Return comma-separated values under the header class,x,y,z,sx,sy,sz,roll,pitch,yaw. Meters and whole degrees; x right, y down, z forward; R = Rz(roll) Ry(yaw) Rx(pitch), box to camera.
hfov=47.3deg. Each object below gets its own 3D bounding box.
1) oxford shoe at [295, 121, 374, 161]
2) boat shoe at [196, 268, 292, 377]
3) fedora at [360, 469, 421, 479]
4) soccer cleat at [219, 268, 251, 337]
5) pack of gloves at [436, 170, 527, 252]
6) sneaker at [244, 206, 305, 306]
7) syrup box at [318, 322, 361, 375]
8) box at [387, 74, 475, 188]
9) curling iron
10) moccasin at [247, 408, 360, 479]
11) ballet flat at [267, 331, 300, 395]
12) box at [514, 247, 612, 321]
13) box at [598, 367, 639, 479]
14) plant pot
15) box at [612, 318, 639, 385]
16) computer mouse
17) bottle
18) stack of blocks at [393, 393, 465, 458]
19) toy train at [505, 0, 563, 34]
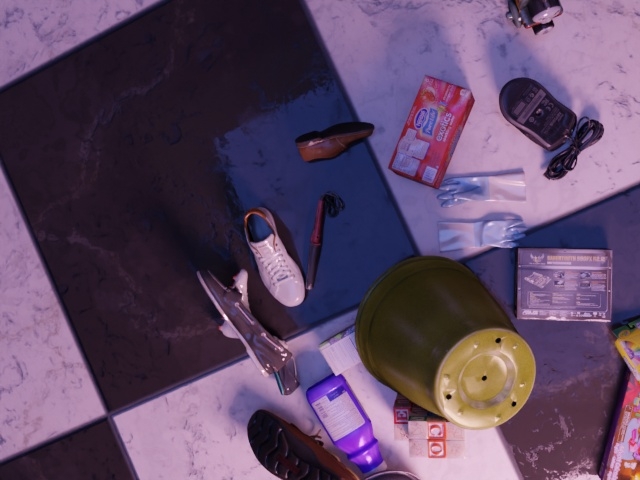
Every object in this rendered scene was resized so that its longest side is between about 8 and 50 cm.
class,x,y,z,sx,sy,sz,roll,pitch,yaw
oxford shoe,0.044,-0.263,1.946,0.212,0.076,0.076,-14,119,8
boat shoe,-0.199,0.199,1.917,0.096,0.112,0.335,-34,89,-7
fedora,0.170,0.726,1.873,0.244,0.124,0.275,40,101,-17
soccer cleat,-0.219,0.174,2.000,0.076,0.068,0.196,16,101,4
pack of gloves,0.416,-0.073,1.886,0.232,0.046,0.195,-4,90,11
sneaker,-0.136,0.049,1.950,0.106,0.123,0.290,-27,88,8
syrup box,0.123,0.253,1.922,0.237,0.093,0.096,-32,85,10
box,0.284,-0.272,1.860,0.128,0.123,0.256,23,95,15
curling iron,0.000,0.000,1.967,0.068,0.035,0.273,16,94,10
moccasin,-0.043,0.565,1.912,0.380,0.147,0.139,21,89,35
ballet flat,-0.112,0.319,1.985,0.074,0.074,0.203,-26,81,10
box,0.612,0.110,1.849,0.231,0.056,0.183,0,91,10
box,0.832,0.484,1.817,0.201,0.057,0.293,13,93,9
plant pot,0.307,0.254,1.693,0.367,0.353,0.366,-4,104,-15
box,0.802,0.284,1.792,0.105,0.043,0.179,-22,67,-5
computer mouse,0.556,-0.298,1.847,0.272,0.072,0.188,41,96,-6
bottle,0.075,0.493,1.937,0.118,0.092,0.282,-33,86,6
stack of blocks,0.266,0.446,1.797,0.171,0.297,0.087,-2,92,9
toy train,0.493,-0.669,1.782,0.142,0.190,0.333,-20,88,11
